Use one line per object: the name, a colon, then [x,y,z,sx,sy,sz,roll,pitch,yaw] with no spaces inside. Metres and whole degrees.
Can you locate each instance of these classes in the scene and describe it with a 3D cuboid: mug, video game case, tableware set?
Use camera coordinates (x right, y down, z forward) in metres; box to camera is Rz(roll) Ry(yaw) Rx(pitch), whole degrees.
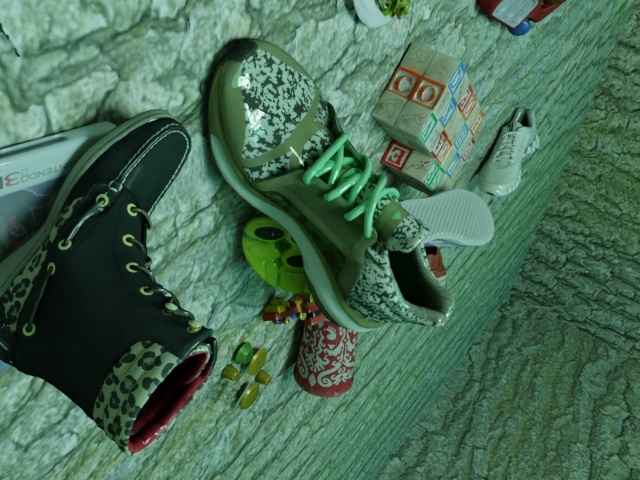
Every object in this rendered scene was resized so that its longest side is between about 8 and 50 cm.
mug: [0.016,0.170,1.156,0.150,0.113,0.169,-80,177,-56]
video game case: [-0.242,0.016,0.521,0.183,0.023,0.201,-32,145,-48]
tableware set: [-0.116,0.216,1.019,0.104,0.024,0.154,-59,156,-11]

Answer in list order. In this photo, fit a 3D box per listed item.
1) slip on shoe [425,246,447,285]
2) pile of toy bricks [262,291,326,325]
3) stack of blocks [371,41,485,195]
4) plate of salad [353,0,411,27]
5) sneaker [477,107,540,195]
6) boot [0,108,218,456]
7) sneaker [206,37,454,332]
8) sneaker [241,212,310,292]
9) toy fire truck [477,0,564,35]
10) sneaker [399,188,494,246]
slip on shoe: [0.172,0.067,1.354,0.331,0.123,0.101,-10,94,-55]
pile of toy bricks: [0.006,0.060,1.014,0.212,0.118,0.105,-16,95,-46]
stack of blocks: [0.183,-0.185,1.082,0.171,0.087,0.297,-61,157,2]
plate of salad: [0.102,-0.352,0.770,0.200,0.048,0.199,-45,153,-31]
sneaker: [0.483,-0.230,1.650,0.292,0.110,0.118,-55,150,-33]
boot: [-0.134,0.023,0.491,0.236,0.179,0.085,-54,156,-15]
sneaker: [0.039,-0.046,0.708,0.158,0.182,0.410,-53,127,-25]
sneaker: [0.000,0.000,0.903,0.296,0.123,0.109,4,124,-45]
toy fire truck: [0.421,-0.492,1.166,0.254,0.169,0.302,-44,165,27]
sneaker: [0.173,-0.026,1.144,0.282,0.161,0.102,0,77,-37]
